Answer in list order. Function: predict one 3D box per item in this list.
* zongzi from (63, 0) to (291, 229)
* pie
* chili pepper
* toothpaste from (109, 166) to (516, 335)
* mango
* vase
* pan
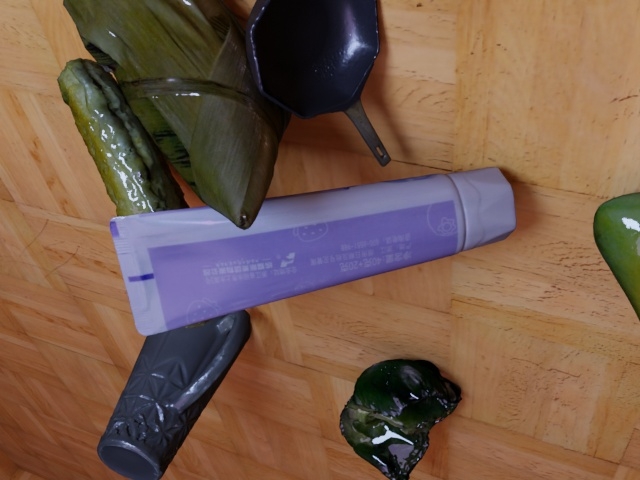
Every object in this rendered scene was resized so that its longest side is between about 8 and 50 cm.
[{"bbox_3d":[-0.132,-0.145,0.604,0.125,0.274,0.251,-38,110,17],"label":"zongzi"},{"bbox_3d":[-0.190,-0.050,0.779,0.323,0.070,0.323,63,175,11],"label":"pie"},{"bbox_3d":[0.116,0.248,1.047,0.148,0.116,0.264,32,145,17],"label":"chili pepper"},{"bbox_3d":[0.000,0.000,0.662,0.371,0.080,0.125,-13,118,-10],"label":"toothpaste"},{"bbox_3d":[0.354,0.043,0.645,0.137,0.091,0.237,-19,123,39],"label":"mango"},{"bbox_3d":[-0.216,0.207,1.067,0.251,0.301,0.156,-27,117,39],"label":"vase"},{"bbox_3d":[-0.006,-0.146,0.631,0.048,0.128,0.202,38,144,48],"label":"pan"}]
